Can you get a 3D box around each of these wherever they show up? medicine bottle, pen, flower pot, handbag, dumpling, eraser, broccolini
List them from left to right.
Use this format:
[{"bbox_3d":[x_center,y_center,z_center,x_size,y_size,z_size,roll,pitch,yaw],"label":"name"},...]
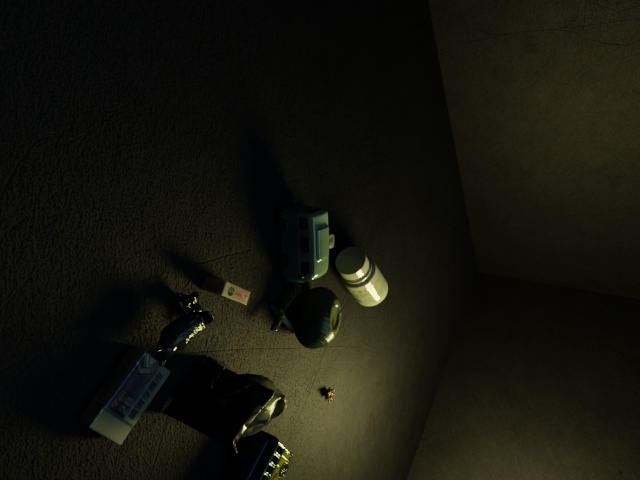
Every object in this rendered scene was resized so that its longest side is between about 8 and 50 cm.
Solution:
[{"bbox_3d":[-0.489,0.389,1.217,0.210,0.067,0.125,-59,142,-29],"label":"eraser"},{"bbox_3d":[-0.288,0.462,1.386,0.211,0.254,0.089,-54,154,-39],"label":"handbag"},{"bbox_3d":[-0.251,0.527,1.564,0.292,0.204,0.164,14,47,-32],"label":"dumpling"},{"bbox_3d":[-0.141,0.285,1.778,0.025,0.025,0.204,-62,142,-27],"label":"pen"},{"bbox_3d":[-0.120,0.240,1.732,0.058,0.067,0.216,31,49,-13],"label":"broccolini"},{"bbox_3d":[-0.009,0.296,1.856,0.189,0.156,0.243,52,41,-47],"label":"flower pot"},{"bbox_3d":[0.181,0.158,2.114,0.170,0.170,0.293,-65,145,-24],"label":"medicine bottle"}]

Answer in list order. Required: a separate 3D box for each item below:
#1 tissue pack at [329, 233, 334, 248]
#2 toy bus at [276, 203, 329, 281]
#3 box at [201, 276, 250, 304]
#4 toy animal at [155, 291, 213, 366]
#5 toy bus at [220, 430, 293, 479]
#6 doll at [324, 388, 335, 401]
[{"bbox_3d":[0.000,0.000,1.861,0.074,0.094,0.059,-10,105,-58],"label":"tissue pack"},{"bbox_3d":[-0.052,0.017,1.718,0.133,0.164,0.272,-23,117,-54],"label":"toy bus"},{"bbox_3d":[-0.285,0.152,1.458,0.125,0.089,0.043,35,68,-53],"label":"box"},{"bbox_3d":[-0.360,0.250,1.300,0.210,0.117,0.121,-73,158,-49],"label":"toy animal"},{"bbox_3d":[-0.234,0.822,1.657,0.288,0.138,0.175,-59,143,-31],"label":"toy bus"},{"bbox_3d":[0.041,0.684,2.149,0.057,0.039,0.114,-37,151,-6],"label":"doll"}]
